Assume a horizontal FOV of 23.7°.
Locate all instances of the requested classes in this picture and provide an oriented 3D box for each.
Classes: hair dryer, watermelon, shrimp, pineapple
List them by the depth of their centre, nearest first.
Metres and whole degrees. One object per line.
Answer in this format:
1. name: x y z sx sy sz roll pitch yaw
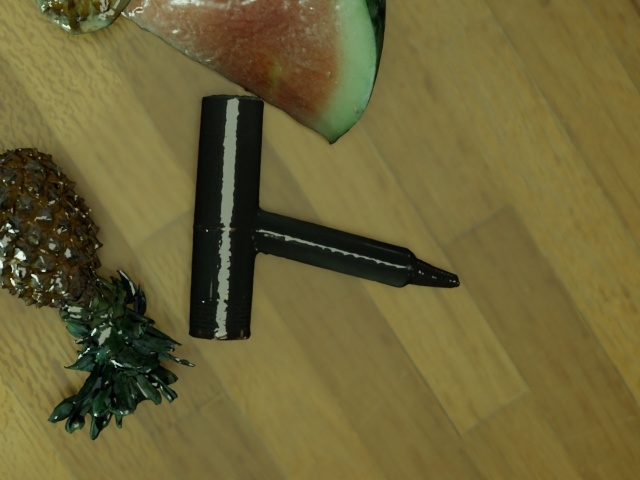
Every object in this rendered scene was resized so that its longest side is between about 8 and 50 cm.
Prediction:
1. pineapple: -0.182 0.030 1.049 0.103 0.083 0.221 -34 97 -19
2. shrimp: -0.148 -0.221 1.052 0.091 0.034 0.161 29 88 17
3. watermelon: -0.026 -0.174 1.076 0.202 0.136 0.207 13 125 29
4. hair dryer: 0.006 -0.014 1.091 0.195 0.050 0.173 2 95 -11
